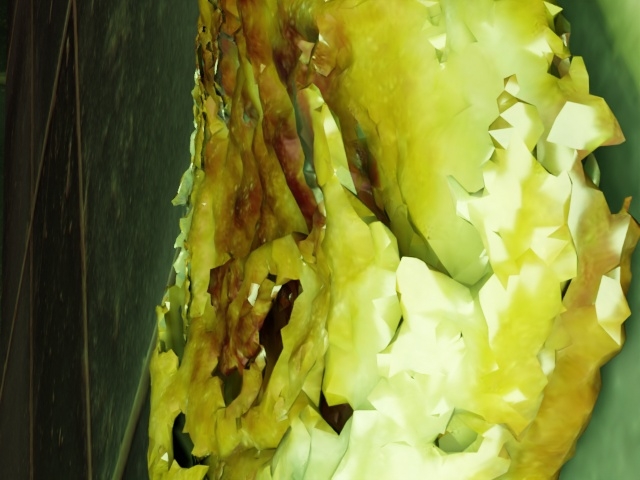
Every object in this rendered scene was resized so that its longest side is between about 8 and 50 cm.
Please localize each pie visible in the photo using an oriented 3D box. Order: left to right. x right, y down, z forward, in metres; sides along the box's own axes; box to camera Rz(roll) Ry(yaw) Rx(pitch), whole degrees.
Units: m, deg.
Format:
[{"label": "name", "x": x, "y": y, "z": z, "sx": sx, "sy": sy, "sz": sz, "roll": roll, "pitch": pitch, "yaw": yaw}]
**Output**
[{"label": "pie", "x": 0.001, "y": 0.000, "z": 0.448, "sx": 0.308, "sy": 0.085, "sz": 0.308, "roll": -176, "pitch": 90, "yaw": -73}]
